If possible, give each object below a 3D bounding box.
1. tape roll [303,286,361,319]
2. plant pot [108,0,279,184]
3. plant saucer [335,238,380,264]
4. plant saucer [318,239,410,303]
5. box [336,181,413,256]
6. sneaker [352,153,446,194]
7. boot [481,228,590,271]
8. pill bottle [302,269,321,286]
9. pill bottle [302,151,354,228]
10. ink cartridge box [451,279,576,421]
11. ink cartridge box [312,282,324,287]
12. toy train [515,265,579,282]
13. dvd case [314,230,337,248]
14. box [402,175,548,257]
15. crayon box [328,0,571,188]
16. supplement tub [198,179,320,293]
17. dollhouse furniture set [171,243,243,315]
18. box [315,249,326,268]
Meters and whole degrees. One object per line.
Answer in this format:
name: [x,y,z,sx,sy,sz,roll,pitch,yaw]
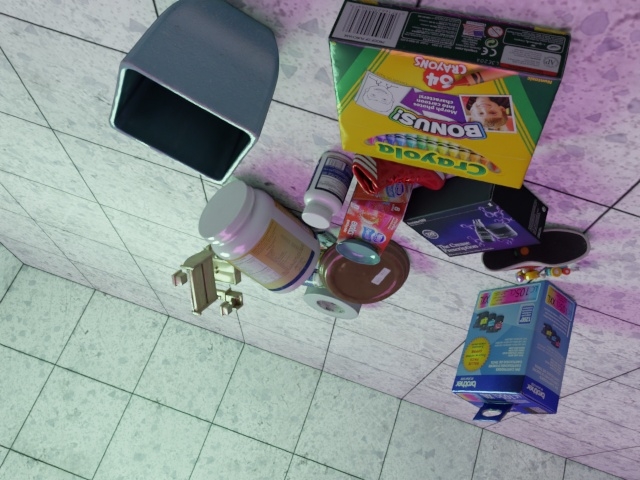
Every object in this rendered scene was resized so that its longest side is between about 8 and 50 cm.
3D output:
tape roll: [0.048,0.221,2.240,0.219,0.072,0.219,18,157,8]
plant pot: [-0.211,-0.299,1.104,0.247,0.252,0.248,28,156,-15]
plant saucer: [0.099,0.025,1.529,0.119,0.021,0.119,16,158,7]
plant saucer: [0.131,0.097,1.780,0.277,0.041,0.278,0,130,0]
box: [0.131,-0.070,1.480,0.128,0.123,0.257,20,157,1]
sneaker: [0.164,-0.135,1.306,0.221,0.128,0.087,24,156,-8]
boot: [0.522,0.028,1.447,0.244,0.088,0.176,-10,173,21]
pill bottle: [-0.038,0.132,2.124,0.120,0.067,0.067,5,152,32]
pill bottle: [0.016,-0.117,1.414,0.094,0.169,0.094,18,157,8]
ink cartridge box: [0.537,0.331,1.668,0.151,0.396,0.270,30,154,-21]
ink cartridge box: [0.073,0.138,1.970,0.109,0.062,0.209,4,172,32]
toy train: [0.566,0.072,1.521,0.166,0.046,0.125,-14,177,41]
dvd case: [0.000,0.000,1.877,0.119,0.013,0.087,-4,146,46]
box: [0.348,-0.059,1.358,0.184,0.103,0.261,36,152,-26]
crayon box: [0.211,-0.247,1.052,0.362,0.106,0.313,15,156,14]
supplement tub: [-0.175,-0.009,1.733,0.228,0.228,0.316,-5,146,45]
dollhouse furniture set: [-0.462,0.179,2.203,0.173,0.355,0.303,8,115,25]
box: [0.046,0.063,1.925,0.168,0.054,0.059,4,151,33]
